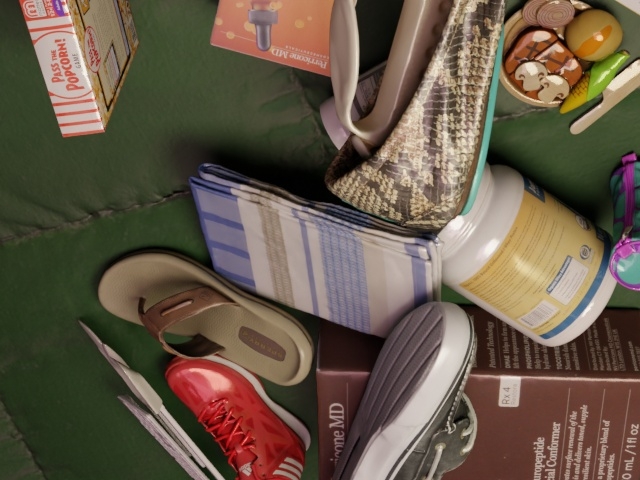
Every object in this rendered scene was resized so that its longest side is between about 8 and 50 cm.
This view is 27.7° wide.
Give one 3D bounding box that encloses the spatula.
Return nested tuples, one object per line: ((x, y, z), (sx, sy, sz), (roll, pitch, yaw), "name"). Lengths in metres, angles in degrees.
((-0.199, 0.205, 1.559), (0.019, 0.168, 0.242), (-42, 119, -16), "spatula")

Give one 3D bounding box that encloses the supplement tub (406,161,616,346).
((0.206, 0.008, 1.395), (0.199, 0.144, 0.144), (32, 120, -17), "supplement tub")

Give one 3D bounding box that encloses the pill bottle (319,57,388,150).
((0.073, -0.146, 1.341), (0.137, 0.078, 0.078), (-27, 118, 21), "pill bottle")

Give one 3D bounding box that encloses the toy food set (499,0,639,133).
((0.242, -0.190, 1.322), (0.192, 0.038, 0.132), (37, 119, -19), "toy food set")

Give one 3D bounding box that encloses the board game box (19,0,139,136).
((-0.227, -0.211, 1.248), (0.045, 0.193, 0.147), (-6, 123, 8), "board game box")

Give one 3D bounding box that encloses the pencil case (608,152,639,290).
((0.336, -0.020, 1.363), (0.064, 0.152, 0.070), (-23, 122, 28), "pencil case")

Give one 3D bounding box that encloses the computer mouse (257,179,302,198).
((0.000, 0.000, 1.467), (0.242, 0.041, 0.071), (23, 122, -12), "computer mouse")

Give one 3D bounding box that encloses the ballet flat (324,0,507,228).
((0.111, -0.240, 1.169), (0.182, 0.164, 0.483), (12, 110, -16), "ballet flat")

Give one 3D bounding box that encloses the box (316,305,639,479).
((0.187, 0.186, 1.523), (0.381, 0.143, 0.191), (1, 124, 5), "box")

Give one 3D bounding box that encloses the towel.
((0.000, 0.021, 1.402), (0.285, 0.034, 0.209), (18, 147, 18), "towel")

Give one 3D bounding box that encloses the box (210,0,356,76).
((-0.024, -0.266, 1.259), (0.130, 0.091, 0.170), (14, 123, -5), "box")

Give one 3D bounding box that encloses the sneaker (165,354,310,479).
((-0.100, 0.233, 1.578), (0.221, 0.128, 0.087), (35, 118, -20), "sneaker")

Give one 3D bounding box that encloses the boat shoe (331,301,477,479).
((0.110, 0.193, 1.398), (0.119, 0.121, 0.335), (12, 133, -13), "boat shoe")

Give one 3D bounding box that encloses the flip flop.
((-0.140, 0.097, 1.486), (0.277, 0.080, 0.112), (25, 126, 16), "flip flop")

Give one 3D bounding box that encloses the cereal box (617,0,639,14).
((0.333, -0.302, 1.235), (0.240, 0.047, 0.173), (28, 121, -14), "cereal box")

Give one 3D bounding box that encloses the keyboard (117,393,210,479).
((-0.169, 0.280, 1.632), (0.014, 0.072, 0.256), (-45, 129, -13), "keyboard")
